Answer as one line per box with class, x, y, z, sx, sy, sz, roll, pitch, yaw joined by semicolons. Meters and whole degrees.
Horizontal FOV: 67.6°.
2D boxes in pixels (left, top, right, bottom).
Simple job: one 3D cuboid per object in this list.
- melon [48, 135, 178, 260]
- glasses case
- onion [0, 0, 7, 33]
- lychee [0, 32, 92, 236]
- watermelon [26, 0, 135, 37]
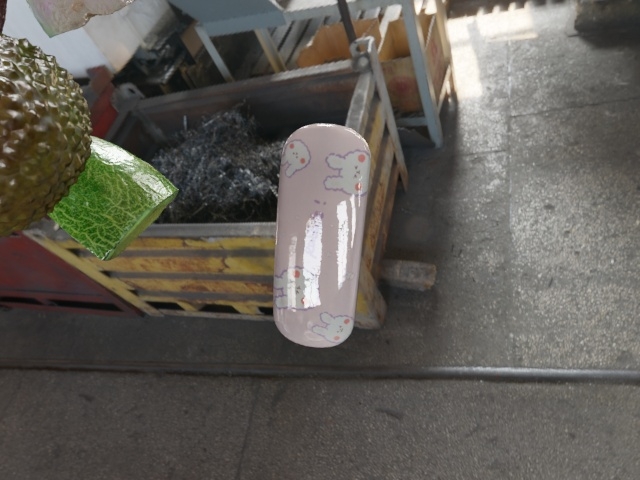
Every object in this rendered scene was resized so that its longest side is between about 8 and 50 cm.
melon;-0.437;-0.107;0.848;0.323;0.124;0.196;33;51;6
glasses case;0.000;0.000;0.624;0.113;0.297;0.075;6;15;9
onion;-0.700;-0.470;0.851;0.146;0.280;0.315;4;88;21
lychee;-0.446;-0.133;0.617;0.270;0.270;0.320;25;49;36
watermelon;-0.369;-0.554;0.832;0.292;0.319;0.222;3;31;23
